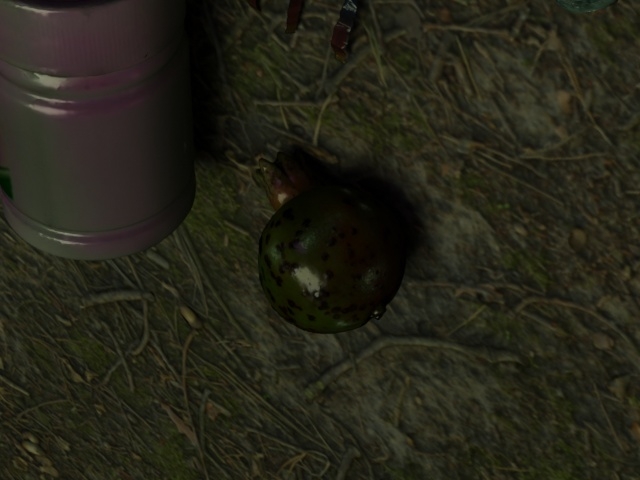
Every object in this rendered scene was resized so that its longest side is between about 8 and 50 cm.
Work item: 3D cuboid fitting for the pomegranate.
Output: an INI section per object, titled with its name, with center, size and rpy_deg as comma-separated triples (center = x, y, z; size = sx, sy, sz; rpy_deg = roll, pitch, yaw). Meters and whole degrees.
[pomegranate]
center = 0.000, 0.000, 1.677
size = 0.205, 0.159, 0.159
rpy_deg = 59, 146, 20

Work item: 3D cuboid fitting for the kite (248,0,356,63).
[kite]
center = 0.000, -0.315, 1.476
size = 0.204, 0.022, 0.360
rpy_deg = 29, 138, 20

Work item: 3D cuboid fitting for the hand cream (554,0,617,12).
[hand cream]
center = 0.196, -0.268, 1.334
size = 0.095, 0.046, 0.175
rpy_deg = 0, 119, 42

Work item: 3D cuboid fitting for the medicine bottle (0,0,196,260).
[medicine bottle]
center = -0.234, -0.160, 1.667
size = 0.212, 0.212, 0.325
rpy_deg = 24, 139, 22
